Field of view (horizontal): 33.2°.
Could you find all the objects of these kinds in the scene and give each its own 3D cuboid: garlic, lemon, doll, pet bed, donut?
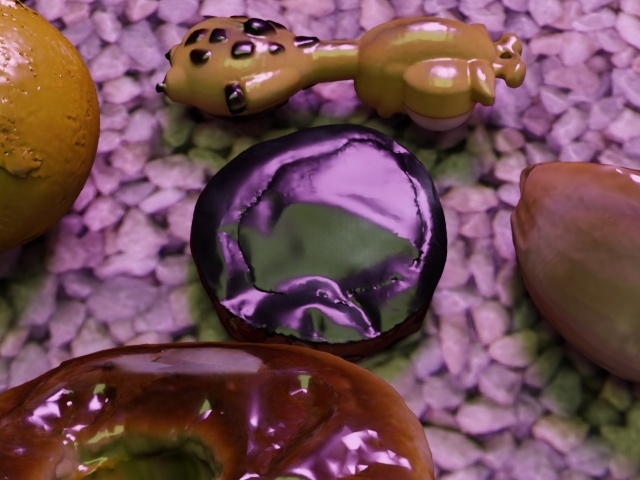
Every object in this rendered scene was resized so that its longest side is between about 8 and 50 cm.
[{"bbox_3d":[0.310,0.002,0.756,0.339,0.151,0.196,0,45,-3],"label":"garlic"},{"bbox_3d":[-0.245,-0.076,0.763,0.174,0.173,0.206,4,79,1],"label":"lemon"},{"bbox_3d":[0.017,-0.139,0.859,0.291,0.086,0.117,-1,46,0],"label":"doll"},{"bbox_3d":[0.000,0.000,0.791,0.201,0.053,0.201,1,57,-2],"label":"pet bed"},{"bbox_3d":[-0.098,0.181,0.575,0.330,0.160,0.330,0,29,0],"label":"donut"}]
